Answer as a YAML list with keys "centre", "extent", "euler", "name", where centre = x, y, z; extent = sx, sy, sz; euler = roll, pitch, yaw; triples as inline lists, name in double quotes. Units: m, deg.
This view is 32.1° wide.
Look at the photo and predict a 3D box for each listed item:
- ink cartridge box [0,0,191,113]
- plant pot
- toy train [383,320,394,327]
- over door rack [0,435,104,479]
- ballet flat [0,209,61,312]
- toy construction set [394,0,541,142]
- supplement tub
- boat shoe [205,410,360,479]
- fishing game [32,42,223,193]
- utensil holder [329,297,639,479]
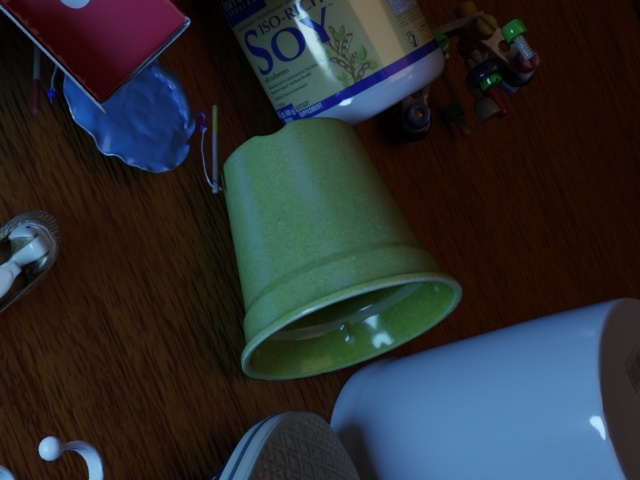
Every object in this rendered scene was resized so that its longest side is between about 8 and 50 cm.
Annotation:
- centre: [-0.281, -0.289, 1.068]
  extent: [0.309, 0.130, 0.272]
  euler: [46, -1, -25]
  name: "ink cartridge box"
- centre: [0.000, 0.000, 1.355]
  extent: [0.276, 0.276, 0.253]
  euler: [8, 55, -49]
  name: "plant pot"
- centre: [0.096, 0.089, 1.510]
  extent: [0.125, 0.166, 0.046]
  euler: [-43, 98, -26]
  name: "toy train"
- centre: [-0.286, 0.319, 0.827]
  extent: [0.108, 0.240, 0.324]
  euler: [32, 49, -41]
  name: "over door rack"
- centre: [-0.304, 0.029, 1.092]
  extent: [0.073, 0.067, 0.206]
  euler: [54, 39, -18]
  name: "ballet flat"
- centre: [0.200, -0.306, 1.792]
  extent: [0.237, 0.257, 0.309]
  euler: [60, 15, 10]
  name: "toy construction set"
- centre: [-0.005, -0.322, 1.495]
  extent: [0.331, 0.241, 0.241]
  euler: [61, 37, -9]
  name: "supplement tub"
- centre: [-0.089, 0.324, 1.152]
  extent: [0.186, 0.156, 0.500]
  euler: [59, 26, -4]
  name: "boat shoe"
- centre: [-0.228, -0.159, 1.307]
  extent: [0.264, 0.041, 0.189]
  euler: [20, 50, -39]
  name: "fishing game"
- centre: [0.259, 0.268, 1.412]
  extent: [0.328, 0.385, 0.327]
  euler: [26, 54, -43]
  name: "utensil holder"
